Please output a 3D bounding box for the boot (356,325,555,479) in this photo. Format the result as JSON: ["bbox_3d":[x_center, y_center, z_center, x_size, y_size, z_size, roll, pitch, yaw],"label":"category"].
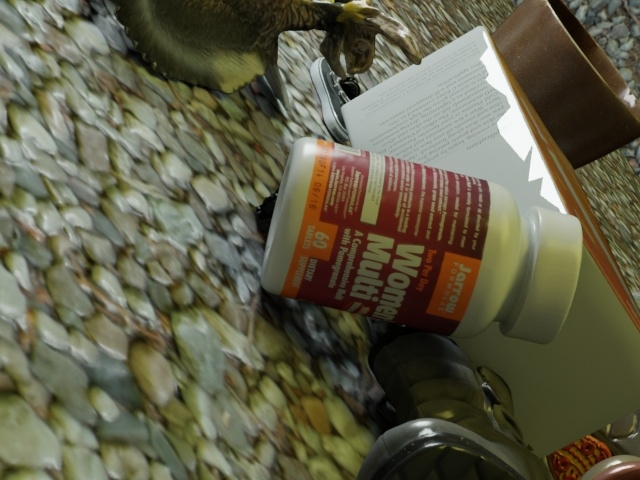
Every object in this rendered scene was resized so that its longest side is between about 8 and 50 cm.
[{"bbox_3d":[0.084,0.149,1.058,0.338,0.118,0.223,47,13,-53],"label":"boot"}]

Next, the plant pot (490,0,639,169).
[{"bbox_3d":[0.235,-0.149,1.740,0.215,0.230,0.215,46,19,-21],"label":"plant pot"}]

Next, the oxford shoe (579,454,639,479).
[{"bbox_3d":[0.242,0.267,1.043,0.130,0.123,0.348,-109,175,-59],"label":"oxford shoe"}]

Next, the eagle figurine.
[{"bbox_3d":[-0.086,-0.240,1.278,0.298,0.225,0.226,5,-1,-28],"label":"eagle figurine"}]

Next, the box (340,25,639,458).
[{"bbox_3d":[0.164,-0.001,1.356,0.215,0.168,0.345,51,16,-36],"label":"box"}]

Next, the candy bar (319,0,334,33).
[{"bbox_3d":[0.009,-0.289,1.785,0.040,0.018,0.161,35,26,-36],"label":"candy bar"}]

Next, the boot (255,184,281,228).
[{"bbox_3d":[0.000,0.000,1.204,0.099,0.045,0.121,50,16,11],"label":"boot"}]

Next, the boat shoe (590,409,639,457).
[{"bbox_3d":[0.339,0.213,1.557,0.324,0.123,0.116,56,-17,38],"label":"boat shoe"}]

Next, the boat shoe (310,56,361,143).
[{"bbox_3d":[0.024,-0.154,1.539,0.049,0.040,0.142,40,22,-33],"label":"boat shoe"}]

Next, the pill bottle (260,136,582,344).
[{"bbox_3d":[0.074,0.005,1.093,0.221,0.121,0.121,14,26,-5],"label":"pill bottle"}]

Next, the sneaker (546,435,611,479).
[{"bbox_3d":[0.261,0.229,1.412,0.175,0.064,0.067,46,-1,-36],"label":"sneaker"}]

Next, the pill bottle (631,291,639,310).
[{"bbox_3d":[0.391,0.122,1.853,0.087,0.087,0.160,53,19,0],"label":"pill bottle"}]
